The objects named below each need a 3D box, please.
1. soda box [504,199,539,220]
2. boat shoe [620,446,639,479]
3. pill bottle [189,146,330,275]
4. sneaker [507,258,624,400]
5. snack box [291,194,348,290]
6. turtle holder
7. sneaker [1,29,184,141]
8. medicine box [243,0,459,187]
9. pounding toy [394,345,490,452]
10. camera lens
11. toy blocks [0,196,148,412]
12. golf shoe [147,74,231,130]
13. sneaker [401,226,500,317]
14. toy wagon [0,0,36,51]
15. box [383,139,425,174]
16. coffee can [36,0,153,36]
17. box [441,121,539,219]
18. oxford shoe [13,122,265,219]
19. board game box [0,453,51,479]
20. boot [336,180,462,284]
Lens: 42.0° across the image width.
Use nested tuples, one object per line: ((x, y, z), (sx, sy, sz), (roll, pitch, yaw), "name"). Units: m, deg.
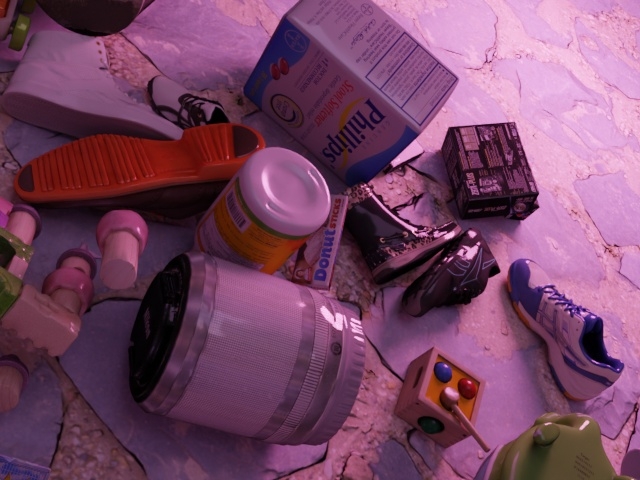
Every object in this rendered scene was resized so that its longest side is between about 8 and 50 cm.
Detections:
((0.407, -0.129, 1.767), (0.053, 0.060, 0.169), (6, 57, -26), "soda box")
((0.616, 0.494, 1.483), (0.084, 0.095, 0.258), (-3, 73, -40), "boat shoe")
((-0.102, -0.015, 1.215), (0.136, 0.245, 0.136), (17, 53, -24), "pill bottle")
((0.470, 0.148, 1.578), (0.111, 0.131, 0.296), (-14, 68, -37), "sneaker")
((0.000, 0.000, 1.393), (0.064, 0.022, 0.178), (6, 59, 11), "snack box")
((0.323, 0.389, 1.248), (0.243, 0.227, 0.320), (16, 52, -24), "turtle holder")
((-0.327, -0.233, 1.305), (0.292, 0.108, 0.169), (20, 54, -21), "sneaker")
((0.045, -0.270, 1.458), (0.289, 0.263, 0.149), (41, 62, -4), "medicine box")
((0.206, 0.264, 1.338), (0.130, 0.100, 0.141), (35, 47, -10), "pounding toy")
((-0.105, 0.148, 1.121), (0.274, 0.219, 0.219), (20, 52, -22), "camera lens")
((-0.414, 0.011, 1.043), (0.288, 0.309, 0.260), (37, 13, -23), "toy blocks")
((-0.202, -0.216, 1.389), (0.198, 0.094, 0.077), (45, 47, 1), "golf shoe")
((0.245, 0.070, 1.497), (0.106, 0.101, 0.267), (50, 47, 1), "sneaker")
((-0.562, -0.367, 1.228), (0.267, 0.068, 0.344), (18, 38, -24), "toy wagon")
((0.123, -0.217, 1.654), (0.116, 0.029, 0.162), (-30, 82, -42), "box")
((-0.331, -0.477, 1.362), (0.201, 0.201, 0.275), (35, 35, -10), "coffee can")
((0.340, -0.142, 1.682), (0.147, 0.077, 0.180), (-6, 61, -9), "box")
((-0.260, -0.077, 1.238), (0.363, 0.133, 0.130), (-7, 47, -15), "oxford shoe")
((-0.348, 0.306, 0.869), (0.060, 0.194, 0.194), (23, 50, -20), "board game box")
((0.138, -0.036, 1.505), (0.236, 0.085, 0.179), (-25, 74, -41), "boot")
